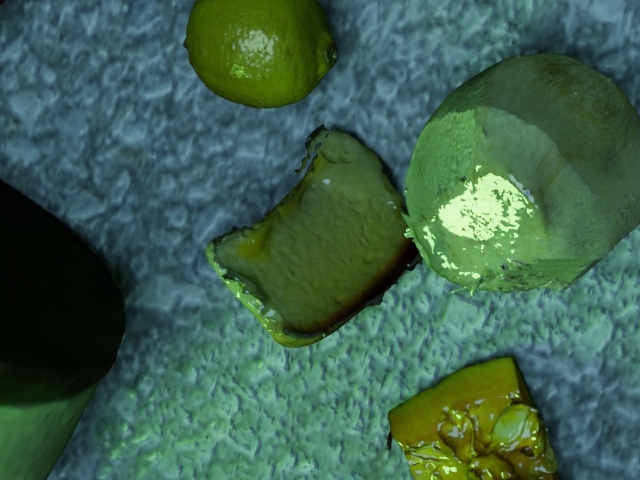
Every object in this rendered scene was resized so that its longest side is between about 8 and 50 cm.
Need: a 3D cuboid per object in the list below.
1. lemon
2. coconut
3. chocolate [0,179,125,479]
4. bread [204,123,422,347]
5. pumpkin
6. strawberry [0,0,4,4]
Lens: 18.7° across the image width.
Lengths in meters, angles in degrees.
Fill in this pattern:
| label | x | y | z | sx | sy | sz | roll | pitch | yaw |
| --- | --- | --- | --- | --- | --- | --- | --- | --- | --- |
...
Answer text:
| label | x | y | z | sx | sy | sz | roll | pitch | yaw |
| --- | --- | --- | --- | --- | --- | --- | --- | --- | --- |
| lemon | -0.047 | -0.159 | 1.546 | 0.133 | 0.109 | 0.109 | 9 | 105 | 17 |
| coconut | 0.165 | -0.054 | 1.495 | 0.194 | 0.194 | 0.194 | 3 | 104 | 12 |
| chocolate | -0.352 | 0.111 | 1.568 | 0.297 | 0.326 | 0.314 | -57 | 43 | 16 |
| bread | 0.000 | 0.000 | 1.566 | 0.160 | 0.169 | 0.140 | -42 | 90 | 3 |
| pumpkin | 0.143 | 0.258 | 1.564 | 0.139 | 0.190 | 0.280 | -23 | 97 | 18 |
| strawberry | -0.313 | -0.229 | 1.595 | 0.131 | 0.148 | 0.131 | -11 | 119 | -20 |
